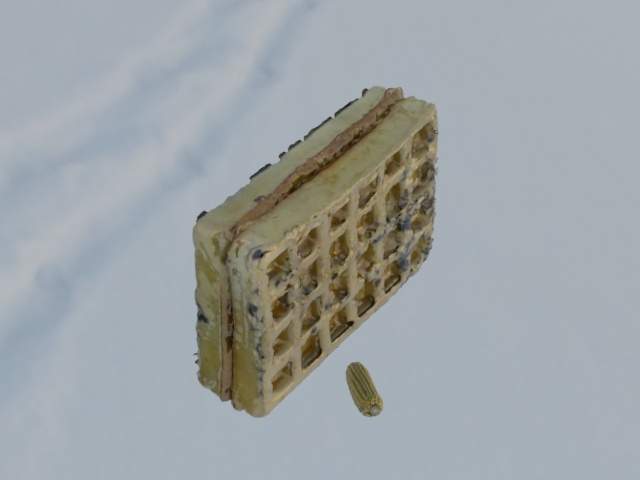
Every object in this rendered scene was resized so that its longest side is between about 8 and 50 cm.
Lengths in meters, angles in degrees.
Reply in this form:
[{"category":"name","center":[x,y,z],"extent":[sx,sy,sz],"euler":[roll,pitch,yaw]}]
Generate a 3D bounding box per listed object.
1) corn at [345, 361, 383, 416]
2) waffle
[{"category":"corn","center":[0.056,0.196,1.966],"extent":[0.037,0.037,0.092],"euler":[18,28,-26]},{"category":"waffle","center":[0.000,0.000,1.754],"extent":[0.114,0.261,0.376],"euler":[24,46,29]}]
